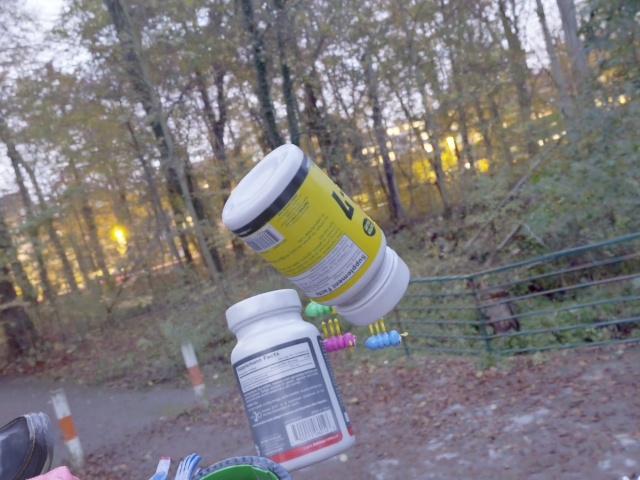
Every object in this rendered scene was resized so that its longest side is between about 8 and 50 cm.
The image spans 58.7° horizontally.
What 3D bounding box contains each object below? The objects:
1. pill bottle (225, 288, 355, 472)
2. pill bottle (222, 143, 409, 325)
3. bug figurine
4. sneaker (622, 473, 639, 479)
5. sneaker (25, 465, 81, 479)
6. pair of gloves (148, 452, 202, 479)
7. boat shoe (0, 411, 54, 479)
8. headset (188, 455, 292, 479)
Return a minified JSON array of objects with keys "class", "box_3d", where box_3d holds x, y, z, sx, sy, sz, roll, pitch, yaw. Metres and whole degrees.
[{"class":"pill bottle","box_3d":[-0.076,0.306,1.253,0.210,0.363,0.210,-18,-17,-6]},{"class":"pill bottle","box_3d":[0.000,0.000,0.656,0.119,0.208,0.119,-38,24,21]},{"class":"bug figurine","box_3d":[0.083,0.181,1.337,0.216,0.279,0.072,-16,33,4]},{"class":"sneaker","box_3d":[0.585,0.472,0.973,0.126,0.127,0.321,-9,-36,6]},{"class":"sneaker","box_3d":[-0.345,0.349,0.637,0.314,0.116,0.136,-41,9,36]},{"class":"pair of gloves","box_3d":[-0.391,0.622,1.461,0.198,0.023,0.159,-19,31,29]},{"class":"boat shoe","box_3d":[-0.580,0.414,0.924,0.355,0.132,0.130,-45,-33,8]},{"class":"headset","box_3d":[-0.175,0.509,0.842,0.243,0.185,0.394,0,30,36]}]
